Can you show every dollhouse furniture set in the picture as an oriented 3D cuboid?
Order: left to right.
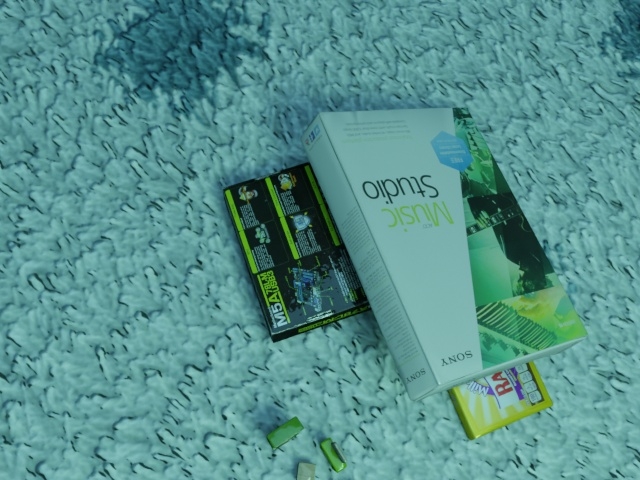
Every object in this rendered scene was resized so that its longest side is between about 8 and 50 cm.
[{"bbox_3d":[0.001,0.259,0.730,0.076,0.058,0.152,-30,77,-15],"label":"dollhouse furniture set"}]

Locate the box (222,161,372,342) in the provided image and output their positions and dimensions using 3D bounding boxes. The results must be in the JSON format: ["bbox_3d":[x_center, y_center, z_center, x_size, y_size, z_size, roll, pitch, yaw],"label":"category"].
[{"bbox_3d":[0.000,0.000,0.813,0.184,0.045,0.191,-19,70,-7],"label":"box"}]

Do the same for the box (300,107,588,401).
[{"bbox_3d":[0.138,-0.005,0.783,0.232,0.058,0.322,-10,68,-33],"label":"box"}]

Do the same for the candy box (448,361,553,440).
[{"bbox_3d":[0.179,0.116,0.817,0.105,0.027,0.206,-20,74,-10],"label":"candy box"}]
